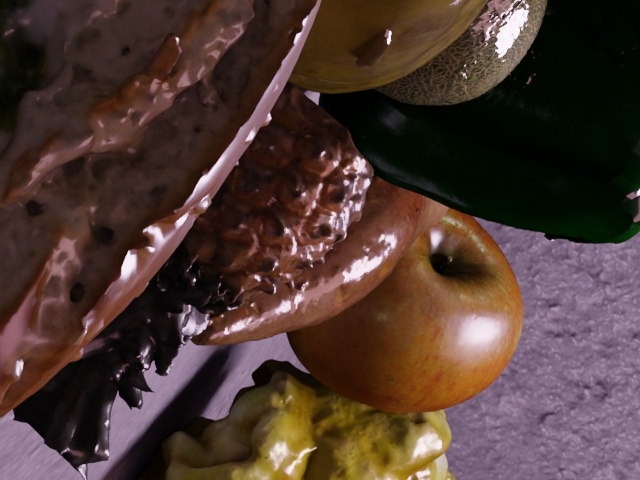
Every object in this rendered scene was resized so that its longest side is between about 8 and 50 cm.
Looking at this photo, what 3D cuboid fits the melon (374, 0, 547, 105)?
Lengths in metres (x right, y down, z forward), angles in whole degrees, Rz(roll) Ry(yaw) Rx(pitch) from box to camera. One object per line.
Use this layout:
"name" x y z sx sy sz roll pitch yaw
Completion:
"melon" 0.066 -0.151 1.057 0.139 0.139 0.192 -51 171 -11

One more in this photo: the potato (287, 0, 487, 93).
"potato" 0.024 -0.161 0.692 0.228 0.148 0.197 126 -22 -83

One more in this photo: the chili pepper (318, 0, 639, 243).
"chili pepper" 0.148 -0.125 1.281 0.233 0.256 0.248 -62 176 -25

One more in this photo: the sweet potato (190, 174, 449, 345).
"sweet potato" 0.000 0.003 1.466 0.131 0.131 0.336 -58 173 36

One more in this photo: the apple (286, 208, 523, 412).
"apple" 0.076 0.063 1.782 0.237 0.237 0.207 -44 175 -47

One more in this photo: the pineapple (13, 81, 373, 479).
"pineapple" -0.084 0.020 1.038 0.248 0.128 0.128 -48 172 -7

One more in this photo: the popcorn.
"popcorn" -0.034 0.274 1.883 0.292 0.293 0.334 -39 162 -33

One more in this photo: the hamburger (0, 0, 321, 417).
"hamburger" -0.081 -0.060 0.553 0.283 0.144 0.156 -53 174 -10
